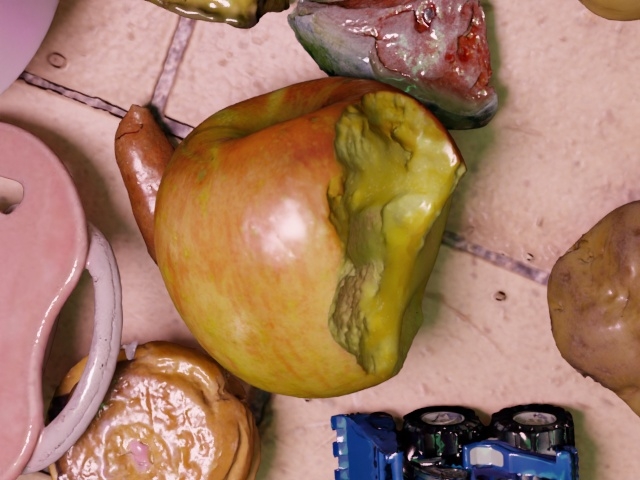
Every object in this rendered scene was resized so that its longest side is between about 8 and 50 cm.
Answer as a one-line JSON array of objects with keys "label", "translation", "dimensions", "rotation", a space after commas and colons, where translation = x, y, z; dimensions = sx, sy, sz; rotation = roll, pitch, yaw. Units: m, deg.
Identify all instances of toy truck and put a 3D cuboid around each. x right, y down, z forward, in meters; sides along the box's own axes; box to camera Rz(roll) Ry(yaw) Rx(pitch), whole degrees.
[{"label": "toy truck", "translation": [0.109, 0.206, 1.167], "dimensions": [0.208, 0.126, 0.113], "rotation": [-2, 103, 9]}]

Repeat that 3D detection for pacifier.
[{"label": "pacifier", "translation": [-0.312, 0.059, 1.134], "dimensions": [0.273, 0.220, 0.332], "rotation": [17, 85, -26]}]

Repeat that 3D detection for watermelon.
[{"label": "watermelon", "translation": [0.069, -0.166, 1.120], "dimensions": [0.187, 0.071, 0.139], "rotation": [28, 101, 1]}]

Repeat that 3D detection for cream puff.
[{"label": "cream puff", "translation": [-0.141, 0.172, 1.191], "dimensions": [0.189, 0.129, 0.189], "rotation": [-1, 86, 13]}]

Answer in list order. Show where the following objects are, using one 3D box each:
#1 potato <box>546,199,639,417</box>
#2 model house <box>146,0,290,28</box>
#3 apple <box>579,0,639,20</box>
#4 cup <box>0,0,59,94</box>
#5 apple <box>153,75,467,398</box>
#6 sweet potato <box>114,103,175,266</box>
[{"label": "potato", "translation": [0.280, 0.063, 1.111], "dimensions": [0.200, 0.137, 0.154], "rotation": [40, 135, -3]}, {"label": "model house", "translation": [-0.093, -0.290, 1.048], "dimensions": [0.174, 0.193, 0.234], "rotation": [11, 104, 8]}, {"label": "apple", "translation": [0.220, -0.253, 1.020], "dimensions": [0.200, 0.200, 0.200], "rotation": [2, 103, 7]}, {"label": "cup", "translation": [-0.368, -0.241, 0.985], "dimensions": [0.253, 0.371, 0.253], "rotation": [-6, 71, 19]}, {"label": "apple", "translation": [0.000, 0.000, 1.076], "dimensions": [0.246, 0.246, 0.226], "rotation": [-14, 111, 11]}, {"label": "sweet potato", "translation": [-0.132, -0.021, 1.188], "dimensions": [0.056, 0.056, 0.195], "rotation": [-11, 105, 10]}]
